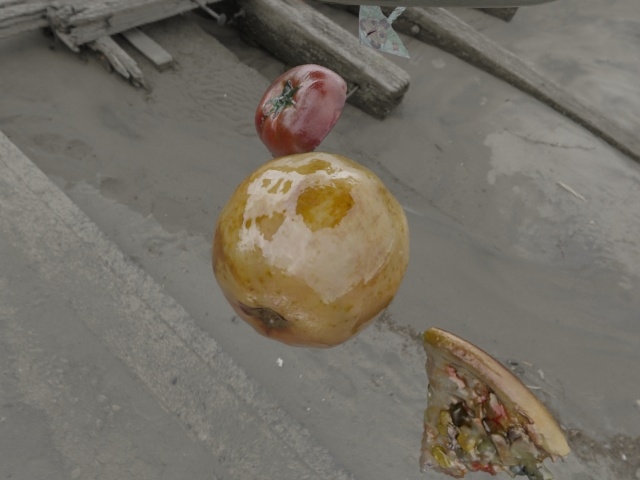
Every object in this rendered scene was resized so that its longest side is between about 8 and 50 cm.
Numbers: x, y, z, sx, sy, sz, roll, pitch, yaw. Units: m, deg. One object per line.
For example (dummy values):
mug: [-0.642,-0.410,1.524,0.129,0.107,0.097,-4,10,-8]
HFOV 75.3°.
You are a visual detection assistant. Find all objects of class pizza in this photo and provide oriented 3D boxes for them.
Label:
pizza: [0.152,0.208,0.465,0.052,0.195,0.185,-15,45,-41]

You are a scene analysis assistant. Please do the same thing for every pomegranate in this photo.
pomegranate: [-0.010,0.010,0.430,0.206,0.207,0.207,7,58,-11]

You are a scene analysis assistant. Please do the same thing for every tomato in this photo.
tomato: [-0.052,-0.269,0.841,0.085,0.224,0.225,34,46,-41]

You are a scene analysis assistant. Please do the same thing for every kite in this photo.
kite: [0.185,-0.599,1.140,0.250,0.012,0.229,-46,106,-20]

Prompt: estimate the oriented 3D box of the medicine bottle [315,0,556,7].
medicine bottle: [0.075,-0.224,0.123,0.281,0.375,0.123,0,88,0]
